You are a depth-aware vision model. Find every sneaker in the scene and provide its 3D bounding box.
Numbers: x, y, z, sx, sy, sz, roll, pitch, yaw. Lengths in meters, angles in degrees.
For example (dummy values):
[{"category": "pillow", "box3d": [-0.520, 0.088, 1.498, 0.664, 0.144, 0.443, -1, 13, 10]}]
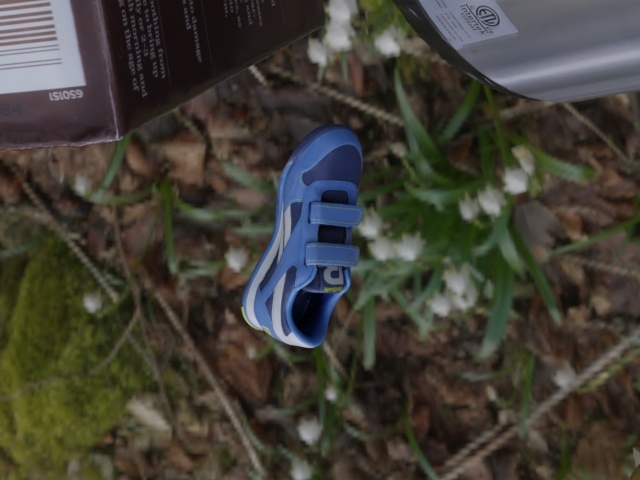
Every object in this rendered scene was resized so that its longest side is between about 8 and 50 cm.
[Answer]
[{"category": "sneaker", "box3d": [0.000, 0.000, 0.859, 0.053, 0.059, 0.144, 4, 111, -36]}]

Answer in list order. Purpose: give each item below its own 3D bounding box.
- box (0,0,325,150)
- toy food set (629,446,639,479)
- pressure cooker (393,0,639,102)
[{"category": "box", "box3d": [-0.122, -0.194, 0.898, 0.143, 0.381, 0.191, -2, 106, 20]}, {"category": "toy food set", "box3d": [0.276, 0.244, 1.150, 0.038, 0.192, 0.132, -10, 91, -2]}, {"category": "pressure cooker", "box3d": [0.274, -0.286, 0.953, 0.370, 0.375, 0.420, 13, 169, -36]}]
